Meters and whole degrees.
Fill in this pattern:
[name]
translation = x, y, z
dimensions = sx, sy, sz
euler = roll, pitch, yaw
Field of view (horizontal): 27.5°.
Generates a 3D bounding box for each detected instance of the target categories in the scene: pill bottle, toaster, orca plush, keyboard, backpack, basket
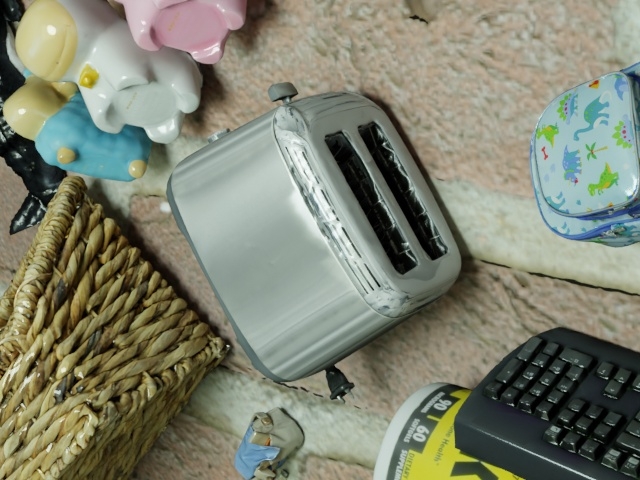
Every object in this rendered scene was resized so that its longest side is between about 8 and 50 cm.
[pill bottle]
translation = 0.150, 0.179, 0.891
dimensions = 0.209, 0.119, 0.119
euler = 14, 114, 37
[toaster]
translation = 0.000, 0.000, 0.954
dimensions = 0.146, 0.129, 0.227
euler = -33, 81, 40
[orca plush]
translation = -0.338, -0.140, 1.213
dimensions = 0.151, 0.102, 0.287
euler = -15, 95, 43
[keyboard]
translation = 0.218, 0.157, 0.776
dimensions = 0.317, 0.201, 0.033
euler = 19, 141, 35
[backpack]
translation = 0.179, -0.051, 0.801
dimensions = 0.114, 0.084, 0.105
euler = -25, 65, 52
[basket]
translation = -0.270, 0.132, 1.164
dimensions = 0.223, 0.213, 0.299
euler = 47, 131, 10

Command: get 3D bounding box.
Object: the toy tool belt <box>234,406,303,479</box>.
[toy tool belt]
translation = -0.053, 0.184, 1.115
dimensions = 0.052, 0.051, 0.083
euler = 39, 127, 25

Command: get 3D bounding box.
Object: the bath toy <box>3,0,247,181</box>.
[bath toy]
translation = -0.128, -0.197, 1.003
dimensions = 0.348, 0.151, 0.129
euler = -46, 39, 40
